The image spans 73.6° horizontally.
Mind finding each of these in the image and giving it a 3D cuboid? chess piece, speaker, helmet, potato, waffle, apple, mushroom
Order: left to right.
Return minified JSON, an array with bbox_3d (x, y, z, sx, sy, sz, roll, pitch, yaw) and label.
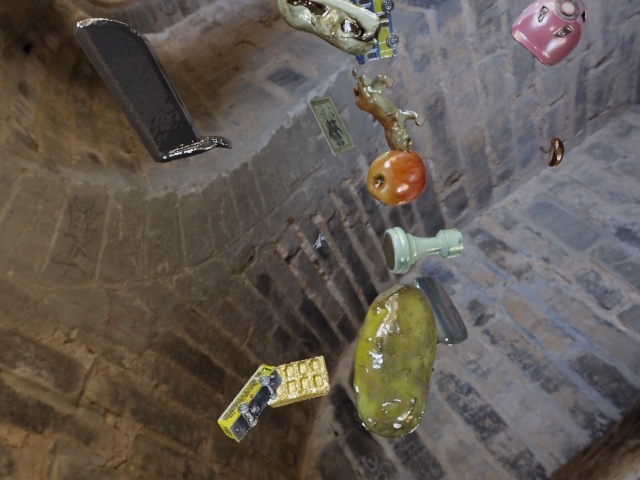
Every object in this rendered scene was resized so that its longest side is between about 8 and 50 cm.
[{"bbox_3d":[-0.398,-0.368,1.066,0.388,0.184,0.180,63,178,-24],"label":"speaker"},{"bbox_3d":[-0.099,0.608,1.841,0.057,0.274,0.168,77,179,-46],"label":"waffle"},{"bbox_3d":[0.024,-0.687,1.356,0.345,0.247,0.130,21,142,0],"label":"mushroom"},{"bbox_3d":[0.121,0.185,0.691,0.149,0.251,0.113,24,153,-36],"label":"potato"},{"bbox_3d":[0.327,-0.274,1.854,0.242,0.241,0.242,30,131,42],"label":"apple"},{"bbox_3d":[0.429,0.027,1.776,0.194,0.299,0.194,173,90,-83],"label":"chess piece"},{"bbox_3d":[0.716,-0.663,1.303,0.198,0.253,0.154,44,138,3],"label":"helmet"},{"bbox_3d":[0.945,-0.353,1.713,0.052,0.123,0.123,8,156,20],"label":"mushroom"}]

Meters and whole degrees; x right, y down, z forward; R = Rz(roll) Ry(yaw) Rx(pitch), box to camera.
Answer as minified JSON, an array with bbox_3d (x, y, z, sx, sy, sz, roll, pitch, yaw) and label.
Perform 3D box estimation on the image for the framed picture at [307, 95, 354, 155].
[{"bbox_3d":[0.045,-0.455,1.688,0.173,0.010,0.231,-38,-77,-52],"label":"framed picture"}]

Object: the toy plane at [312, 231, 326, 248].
[{"bbox_3d":[0.000,0.000,1.758,0.031,0.079,0.083,43,-137,-21],"label":"toy plane"}]

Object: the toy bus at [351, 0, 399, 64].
[{"bbox_3d":[0.216,-0.902,1.786,0.138,0.175,0.287,-104,1,-67],"label":"toy bus"}]

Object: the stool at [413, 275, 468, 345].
[{"bbox_3d":[0.452,0.337,1.858,0.310,0.226,0.310,11,-130,-55],"label":"stool"}]

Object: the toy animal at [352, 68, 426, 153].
[{"bbox_3d":[0.189,-0.382,1.280,0.312,0.097,0.158,42,156,-15],"label":"toy animal"}]

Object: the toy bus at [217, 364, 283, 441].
[{"bbox_3d":[-0.204,0.486,1.290,0.074,0.226,0.081,1,127,38],"label":"toy bus"}]
